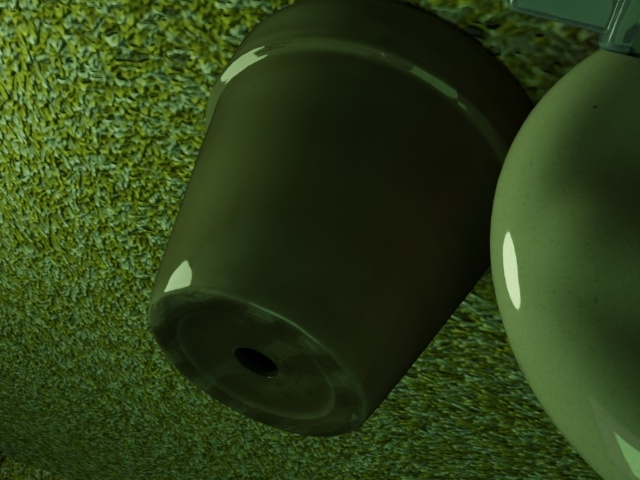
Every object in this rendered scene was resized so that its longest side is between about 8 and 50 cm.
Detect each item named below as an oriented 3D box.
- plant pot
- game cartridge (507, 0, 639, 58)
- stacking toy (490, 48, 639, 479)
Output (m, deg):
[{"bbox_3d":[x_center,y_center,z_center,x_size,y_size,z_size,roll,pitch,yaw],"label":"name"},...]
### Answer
[{"bbox_3d":[0.000,0.000,0.660,0.323,0.280,0.323,19,143,15],"label":"plant pot"},{"bbox_3d":[0.293,-0.172,0.356,0.355,0.068,0.230,17,115,8],"label":"game cartridge"},{"bbox_3d":[0.278,0.088,0.616,0.351,0.350,0.480,21,159,10],"label":"stacking toy"}]
